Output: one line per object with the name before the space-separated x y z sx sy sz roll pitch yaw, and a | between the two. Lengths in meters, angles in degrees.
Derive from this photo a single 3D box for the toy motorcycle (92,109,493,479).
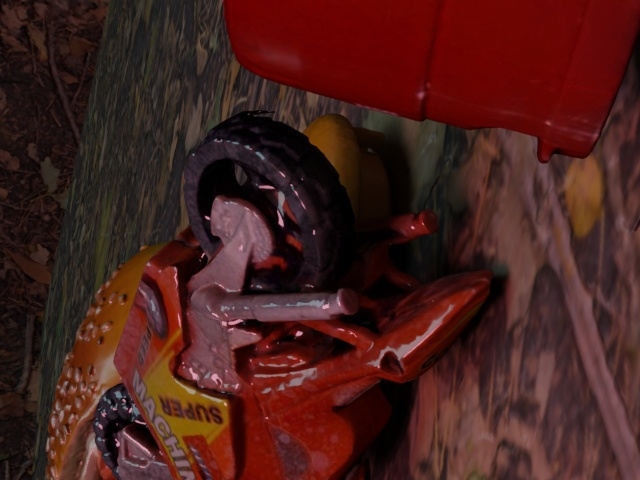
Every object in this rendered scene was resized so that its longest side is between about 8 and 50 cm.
toy motorcycle | -0.028 0.069 0.748 0.089 0.171 0.298 -34 -20 -41

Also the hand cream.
hand cream | 0.051 -0.129 0.475 0.193 0.125 0.193 16 -90 -83

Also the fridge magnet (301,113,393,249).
fridge magnet | 0.000 0.000 0.836 0.143 0.063 0.143 -171 90 -74

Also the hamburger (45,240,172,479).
hamburger | -0.114 0.109 1.057 0.237 0.147 0.237 -168 90 -77
